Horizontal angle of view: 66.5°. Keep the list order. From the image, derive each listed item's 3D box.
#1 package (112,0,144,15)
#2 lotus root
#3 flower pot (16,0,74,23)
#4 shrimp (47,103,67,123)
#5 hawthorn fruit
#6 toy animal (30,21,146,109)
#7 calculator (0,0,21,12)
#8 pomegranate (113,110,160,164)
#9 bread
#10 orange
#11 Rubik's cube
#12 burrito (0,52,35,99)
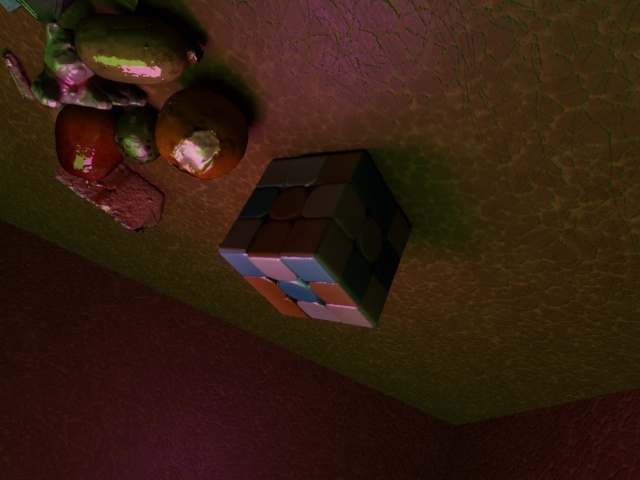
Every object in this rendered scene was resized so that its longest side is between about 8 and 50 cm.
[{"bbox_3d":[-0.426,-0.541,1.074,0.071,0.047,0.131,33,150,-22],"label":"package"},{"bbox_3d":[-0.410,-0.433,1.109,0.284,0.160,0.146,0,145,-5],"label":"lotus root"},{"bbox_3d":[-0.577,-0.574,1.074,0.229,0.108,0.103,-6,141,46],"label":"flower pot"},{"bbox_3d":[-0.784,-0.376,1.647,0.287,0.063,0.152,33,140,-12],"label":"shrimp"},{"bbox_3d":[-0.711,-0.291,1.518,0.224,0.260,0.224,14,-179,0],"label":"hawthorn fruit"},{"bbox_3d":[-0.586,-0.438,1.259,0.308,0.188,0.266,-10,-160,-41],"label":"toy animal"},{"bbox_3d":[-0.766,-0.621,1.236,0.172,0.018,0.057,2,146,36],"label":"calculator"},{"bbox_3d":[-0.513,-0.310,1.451,0.205,0.159,0.159,-15,139,15],"label":"pomegranate"},{"bbox_3d":[-0.804,-0.145,1.895,0.346,0.242,0.405,35,148,-13],"label":"bread"},{"bbox_3d":[-0.305,-0.273,1.259,0.240,0.240,0.240,19,152,11],"label":"orange"},{"bbox_3d":[0.000,0.000,1.357,0.344,0.347,0.346,3,146,37],"label":"Rubik's cube"},{"bbox_3d":[-0.956,-0.518,1.550,0.045,0.041,0.185,63,160,18],"label":"burrito"}]
